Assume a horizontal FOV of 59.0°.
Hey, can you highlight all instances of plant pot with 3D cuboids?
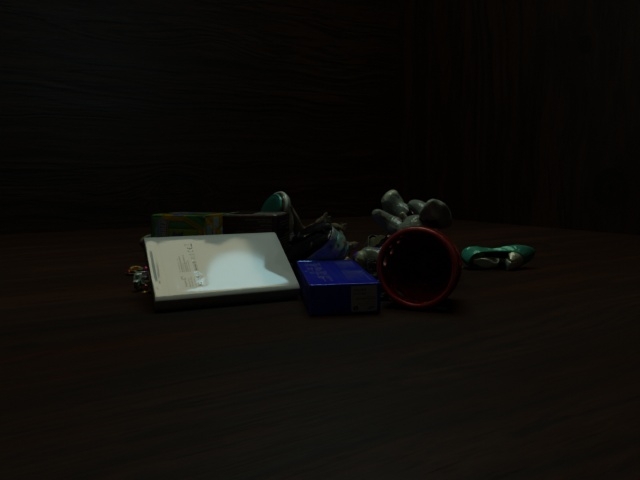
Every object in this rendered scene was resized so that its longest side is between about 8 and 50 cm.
[{"bbox_3d":[0.249,0.059,1.368,0.190,0.191,0.174,3,4,23],"label":"plant pot"}]

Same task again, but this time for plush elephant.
[{"bbox_3d":[0.250,-0.013,1.652,0.329,0.272,0.255,29,-7,26],"label":"plush elephant"}]

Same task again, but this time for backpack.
[{"bbox_3d":[-0.008,0.030,1.654,0.182,0.115,0.152,-33,35,26],"label":"backpack"}]

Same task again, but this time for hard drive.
[{"bbox_3d":[-0.254,0.070,1.439,0.352,0.047,0.233,-3,40,-23],"label":"hard drive"}]

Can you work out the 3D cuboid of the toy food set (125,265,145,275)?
[{"bbox_3d":[-0.581,0.096,1.810,0.082,0.020,0.083,1,6,11],"label":"toy food set"}]

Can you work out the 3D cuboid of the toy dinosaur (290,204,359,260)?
[{"bbox_3d":[0.000,0.000,1.845,0.295,0.127,0.200,26,-16,-16],"label":"toy dinosaur"}]

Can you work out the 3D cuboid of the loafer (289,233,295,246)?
[{"bbox_3d":[-0.120,0.021,2.275,0.302,0.095,0.109,0,-25,-44],"label":"loafer"}]

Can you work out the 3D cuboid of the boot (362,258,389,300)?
[{"bbox_3d":[0.145,0.110,1.465,0.045,0.121,0.099,-22,-22,-7],"label":"boot"}]

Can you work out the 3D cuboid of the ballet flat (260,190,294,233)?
[{"bbox_3d":[-0.166,-0.040,1.934,0.139,0.139,0.400,-5,-26,-35],"label":"ballet flat"}]

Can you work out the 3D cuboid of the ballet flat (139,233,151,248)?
[{"bbox_3d":[-0.649,0.012,2.383,0.221,0.077,0.079,-1,26,-13],"label":"ballet flat"}]

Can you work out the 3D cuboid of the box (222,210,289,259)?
[{"bbox_3d":[-0.188,0.016,1.695,0.166,0.204,0.168,1,6,9],"label":"box"}]

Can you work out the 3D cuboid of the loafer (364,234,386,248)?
[{"bbox_3d":[0.212,0.025,2.116,0.094,0.088,0.251,-2,6,-12],"label":"loafer"}]

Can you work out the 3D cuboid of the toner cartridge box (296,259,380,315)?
[{"bbox_3d":[0.034,0.110,1.424,0.165,0.075,0.348,0,7,-7],"label":"toner cartridge box"}]

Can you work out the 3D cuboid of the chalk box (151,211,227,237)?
[{"bbox_3d":[-0.505,-0.012,2.078,0.288,0.181,0.179,1,6,19],"label":"chalk box"}]

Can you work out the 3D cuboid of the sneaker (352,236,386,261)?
[{"bbox_3d":[0.245,0.016,1.930,0.293,0.146,0.102,-2,7,-19],"label":"sneaker"}]

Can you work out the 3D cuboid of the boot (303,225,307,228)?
[{"bbox_3d":[-0.150,-0.019,2.554,0.283,0.109,0.220,4,6,-39],"label":"boot"}]

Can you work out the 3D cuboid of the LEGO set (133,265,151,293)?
[{"bbox_3d":[-0.366,0.084,1.522,0.286,0.107,0.132,0,7,1],"label":"LEGO set"}]

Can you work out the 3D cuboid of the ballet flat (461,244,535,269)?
[{"bbox_3d":[0.592,0.065,1.871,0.247,0.083,0.087,0,31,2],"label":"ballet flat"}]

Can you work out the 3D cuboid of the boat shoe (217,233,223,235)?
[{"bbox_3d":[-0.350,0.025,1.897,0.123,0.124,0.342,19,12,-5],"label":"boat shoe"}]
